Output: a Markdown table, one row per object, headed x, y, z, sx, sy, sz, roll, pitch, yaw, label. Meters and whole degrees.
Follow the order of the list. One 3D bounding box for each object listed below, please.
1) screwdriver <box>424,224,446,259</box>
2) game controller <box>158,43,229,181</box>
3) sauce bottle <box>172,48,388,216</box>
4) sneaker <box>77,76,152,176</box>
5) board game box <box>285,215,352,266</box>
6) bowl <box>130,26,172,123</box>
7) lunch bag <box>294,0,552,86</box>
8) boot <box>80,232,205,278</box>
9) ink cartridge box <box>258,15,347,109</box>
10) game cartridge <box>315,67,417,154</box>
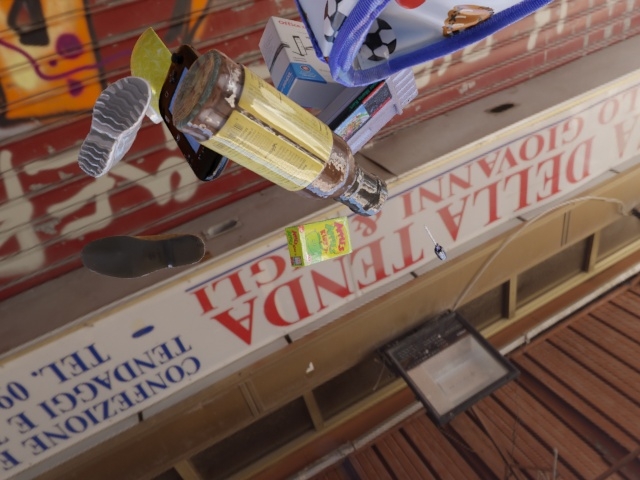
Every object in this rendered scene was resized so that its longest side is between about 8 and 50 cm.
| x | y | z | sx | sy | sz | roll | pitch | yaw | label |
| --- | --- | --- | --- | --- | --- | --- | --- | --- | --- |
| 0.271 | 0.004 | 1.072 | 0.025 | 0.170 | 0.024 | 0 | -117 | 25 | screwdriver |
| -0.247 | -0.258 | 0.909 | 0.166 | 0.067 | 0.319 | -51 | -127 | 19 | game controller |
| -0.033 | -0.122 | 0.639 | 0.111 | 0.344 | 0.111 | -23 | -125 | 36 | sauce bottle |
| -0.509 | -0.293 | 1.144 | 0.281 | 0.105 | 0.115 | -47 | -168 | 20 | sneaker |
| 0.000 | 0.000 | 1.090 | 0.043 | 0.092 | 0.181 | -7 | -175 | 42 | board game box |
| -0.435 | -0.419 | 1.270 | 0.156 | 0.289 | 0.289 | -37 | -142 | -1 | bowl |
| 0.110 | -0.363 | 0.380 | 0.385 | 0.328 | 0.239 | -26 | 165 | 28 | lunch bag |
| -0.464 | 0.030 | 1.215 | 0.305 | 0.112 | 0.115 | -5 | -168 | -14 | boot |
| -0.038 | -0.404 | 1.045 | 0.148 | 0.086 | 0.203 | -4 | -119 | -32 | ink cartridge box |
| 0.067 | -0.257 | 1.031 | 0.355 | 0.068 | 0.230 | -43 | 170 | 10 | game cartridge |
